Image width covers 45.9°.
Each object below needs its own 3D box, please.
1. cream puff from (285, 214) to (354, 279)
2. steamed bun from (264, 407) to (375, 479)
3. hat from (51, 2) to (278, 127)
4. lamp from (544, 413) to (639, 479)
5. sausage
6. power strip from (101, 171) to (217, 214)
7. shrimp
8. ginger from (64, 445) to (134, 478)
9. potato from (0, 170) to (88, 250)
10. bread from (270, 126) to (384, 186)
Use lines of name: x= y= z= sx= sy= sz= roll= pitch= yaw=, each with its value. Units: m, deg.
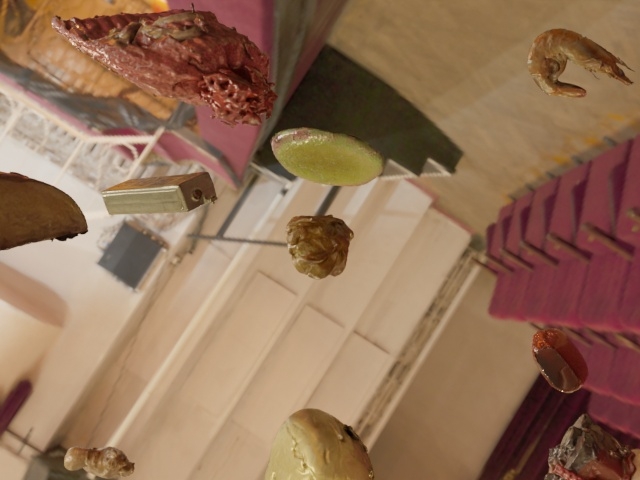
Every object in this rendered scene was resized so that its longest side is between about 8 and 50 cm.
cream puff: x=0.000 y=0.000 z=0.759 sx=0.083 sy=0.058 sz=0.083 roll=13 pitch=-135 yaw=-58
steamed bun: x=0.007 y=0.444 z=1.302 sx=0.166 sy=0.273 sz=0.232 roll=11 pitch=179 yaw=-24
hat: x=-0.154 y=-0.223 z=0.895 sx=0.236 sy=0.107 sz=0.286 roll=-18 pitch=-136 yaw=-38
lamp: x=0.377 y=0.299 z=0.843 sx=0.253 sy=0.118 sz=0.118 roll=30 pitch=176 yaw=11
sausage: x=0.327 y=0.163 z=1.035 sx=0.094 sy=0.059 sz=0.054 roll=54 pitch=-151 yaw=-5
power strip: x=-0.289 y=-0.081 z=1.326 sx=0.272 sy=0.078 sz=0.052 roll=1 pitch=114 yaw=43
shrimp: x=0.388 y=-0.254 z=1.134 sx=0.162 sy=0.095 sz=0.045 roll=28 pitch=-177 yaw=1
ginger: x=-0.417 y=0.437 z=1.476 sx=0.133 sy=0.059 sz=0.214 roll=2 pitch=158 yaw=8
potato: x=-0.297 y=-0.037 z=0.639 sx=0.172 sy=0.089 sz=0.100 roll=-17 pitch=-153 yaw=-37
bread: x=0.012 y=-0.155 z=1.471 sx=0.228 sy=0.034 sz=0.228 roll=9 pitch=162 yaw=3
